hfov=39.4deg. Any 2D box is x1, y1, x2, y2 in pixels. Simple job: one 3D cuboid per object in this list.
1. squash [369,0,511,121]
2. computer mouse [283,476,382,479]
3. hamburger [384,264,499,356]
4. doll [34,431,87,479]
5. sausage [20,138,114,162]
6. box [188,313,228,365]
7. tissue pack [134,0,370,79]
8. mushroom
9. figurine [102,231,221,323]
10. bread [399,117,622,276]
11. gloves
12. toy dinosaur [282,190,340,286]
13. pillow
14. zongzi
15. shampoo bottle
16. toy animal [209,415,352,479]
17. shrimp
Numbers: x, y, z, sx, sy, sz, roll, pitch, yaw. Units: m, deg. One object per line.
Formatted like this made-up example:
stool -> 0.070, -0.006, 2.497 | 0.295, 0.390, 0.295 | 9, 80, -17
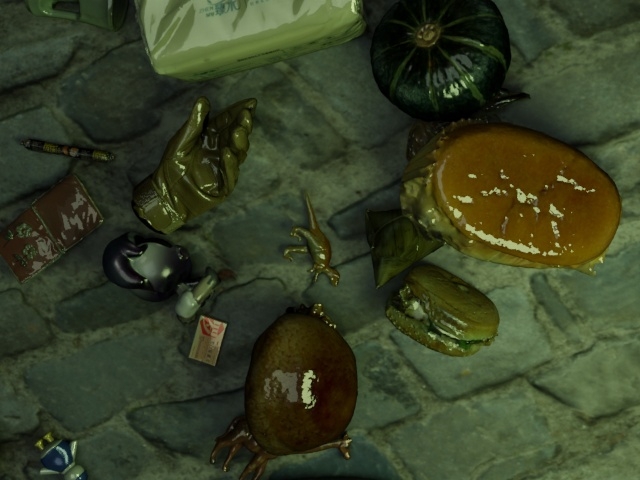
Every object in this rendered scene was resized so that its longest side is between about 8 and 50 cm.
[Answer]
squash -> 0.215, -0.335, 1.606 | 0.252, 0.165, 0.252 | -5, 76, 21
computer mouse -> 0.023, 0.551, 1.751 | 0.370, 0.122, 0.188 | 3, 98, 1
hamburger -> 0.229, 0.142, 1.657 | 0.215, 0.189, 0.122 | 28, 108, 2
doll -> -0.529, 0.461, 1.848 | 0.099, 0.057, 0.143 | -44, 90, -12
sausage -> -0.511, -0.181, 1.803 | 0.198, 0.025, 0.028 | 11, 99, 6
box -> -0.226, 0.201, 1.804 | 0.058, 0.015, 0.093 | 18, 98, 7
tissue pack -> -0.113, -0.423, 1.593 | 0.380, 0.297, 0.207 | -14, 95, 7
mushroom -> -0.029, 0.253, 1.675 | 0.195, 0.263, 0.283 | -17, 59, 34
figurine -> -0.321, 0.071, 1.748 | 0.222, 0.145, 0.145 | 35, 98, 2
bread -> 0.340, -0.079, 1.582 | 0.388, 0.183, 0.236 | 12, 78, -14
gloves -> -0.225, -0.150, 1.712 | 0.331, 0.141, 0.154 | -41, 63, 19
toy dinosaur -> 0.000, 0.000, 1.750 | 0.126, 0.039, 0.162 | 21, 93, -5
pillow -> -0.552, -0.024, 1.814 | 0.232, 0.043, 0.126 | -38, 89, 8
zongzi -> 0.188, 0.006, 1.643 | 0.204, 0.204, 0.094 | -11, 121, 6
shampoo bottle -> -0.498, -0.486, 1.742 | 0.234, 0.087, 0.118 | 12, 96, 7
toy animal -> -0.078, 0.418, 1.781 | 0.224, 0.066, 0.230 | 42, 91, 3
shrimp -> 0.284, -0.192, 1.685 | 0.253, 0.058, 0.173 | -19, 99, 10
